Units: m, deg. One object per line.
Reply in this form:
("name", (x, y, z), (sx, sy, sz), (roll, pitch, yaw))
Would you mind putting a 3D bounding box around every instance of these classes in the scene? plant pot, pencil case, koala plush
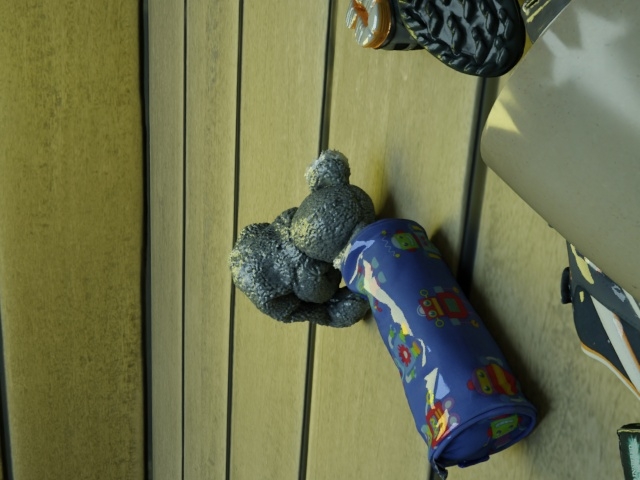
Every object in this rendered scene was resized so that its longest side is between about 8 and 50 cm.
("plant pot", (0.273, -0.022, 0.459), (0.274, 0.256, 0.256), (56, 147, 21))
("pencil case", (0.125, 0.115, 0.958), (0.133, 0.119, 0.306), (104, 151, -43))
("koala plush", (0.000, 0.000, 1.172), (0.221, 0.203, 0.196), (-45, 54, 47))

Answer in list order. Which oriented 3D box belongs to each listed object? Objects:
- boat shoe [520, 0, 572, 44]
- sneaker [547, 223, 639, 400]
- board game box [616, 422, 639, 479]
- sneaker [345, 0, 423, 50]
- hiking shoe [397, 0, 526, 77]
("boat shoe", (0.234, -0.226, 0.645), (0.076, 0.080, 0.228), (64, 148, 17))
("sneaker", (0.240, 0.004, 0.651), (0.127, 0.126, 0.321), (98, 164, -57))
("board game box", (0.303, 0.247, 0.681), (0.126, 0.026, 0.186), (168, 96, -68))
("sneaker", (0.083, -0.281, 1.032), (0.215, 0.083, 0.084), (-95, 19, -53))
("hiking shoe", (0.129, -0.283, 0.881), (0.113, 0.132, 0.304), (-46, 60, 28))
